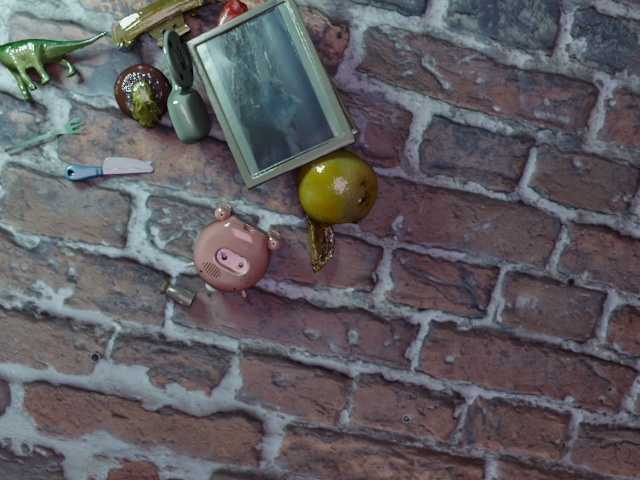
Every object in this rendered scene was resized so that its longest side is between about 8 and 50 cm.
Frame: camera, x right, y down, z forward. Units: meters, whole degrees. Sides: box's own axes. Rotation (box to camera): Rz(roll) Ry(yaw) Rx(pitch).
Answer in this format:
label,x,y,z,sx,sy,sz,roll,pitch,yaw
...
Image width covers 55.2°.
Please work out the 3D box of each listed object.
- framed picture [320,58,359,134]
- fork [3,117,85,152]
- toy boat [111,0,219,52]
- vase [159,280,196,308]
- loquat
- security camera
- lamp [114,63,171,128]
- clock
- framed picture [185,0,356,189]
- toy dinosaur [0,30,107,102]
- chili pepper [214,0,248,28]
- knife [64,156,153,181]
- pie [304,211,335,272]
label,x,y,z,sx,sy,sz,roll,pitch,yaw
framed picture,-0.042,-0.373,1.726,0.217,0.017,0.274,-25,70,-2
fork,-0.778,-0.295,1.728,0.235,0.021,0.039,-20,97,-1
toy boat,-0.417,-0.603,1.681,0.321,0.089,0.121,-27,107,-3
vase,-0.425,0.160,1.824,0.101,0.053,0.053,26,96,-6
loquat,0.046,-0.161,1.738,0.244,0.244,0.243,-1,99,-6
security camera,-0.382,-0.414,1.666,0.080,0.157,0.301,-9,113,12
lamp,-0.488,-0.405,1.681,0.157,0.135,0.156,36,93,-9
clock,-0.260,0.046,1.781,0.227,0.142,0.241,31,99,-10
framed picture,-0.138,-0.401,1.652,0.326,0.028,0.445,-24,88,7
toy dinosaur,-0.826,-0.544,1.657,0.447,0.087,0.300,-31,94,-2
chili pepper,-0.252,-0.611,1.708,0.073,0.070,0.123,28,98,17
knife,-0.608,-0.209,1.758,0.244,0.032,0.058,-9,92,-9
pie,0.002,-0.002,1.853,0.088,0.033,0.190,-10,99,-20
